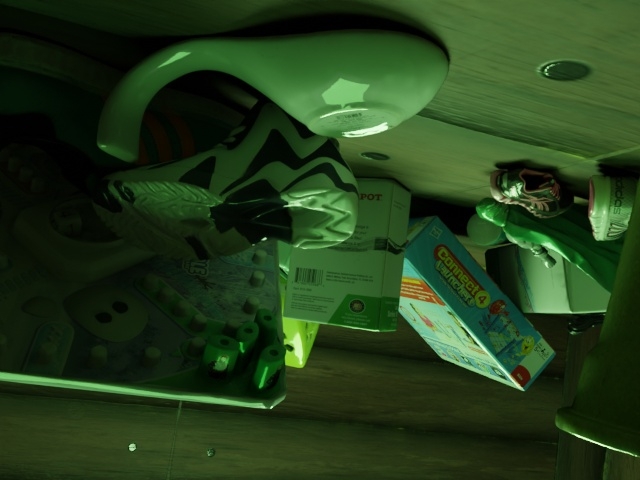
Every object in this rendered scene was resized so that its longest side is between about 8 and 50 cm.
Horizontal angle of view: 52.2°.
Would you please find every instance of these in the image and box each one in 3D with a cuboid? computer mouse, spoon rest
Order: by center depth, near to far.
[{"bbox_3d":[-0.039,-0.122,0.512,0.276,0.084,0.137,-7,172,9],"label":"spoon rest"},{"bbox_3d":[0.486,0.125,0.997,0.106,0.042,0.193,-2,173,-34],"label":"computer mouse"}]

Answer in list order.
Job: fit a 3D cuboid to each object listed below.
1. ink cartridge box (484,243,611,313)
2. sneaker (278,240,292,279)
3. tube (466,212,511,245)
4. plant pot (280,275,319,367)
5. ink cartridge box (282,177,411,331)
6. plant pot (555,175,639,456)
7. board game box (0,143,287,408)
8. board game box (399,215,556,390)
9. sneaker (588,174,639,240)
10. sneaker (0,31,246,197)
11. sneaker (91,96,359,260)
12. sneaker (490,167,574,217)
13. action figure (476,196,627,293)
[{"bbox_3d":[0.409,0.052,1.027,0.201,0.117,0.278,-3,174,-8],"label":"ink cartridge box"},{"bbox_3d":[-0.001,0.000,1.072,0.255,0.151,0.094,8,172,-12],"label":"sneaker"},{"bbox_3d":[0.291,-0.011,1.085,0.080,0.052,0.207,8,179,24],"label":"tube"},{"bbox_3d":[-0.103,0.067,1.193,0.228,0.227,0.207,14,145,5],"label":"plant pot"},{"bbox_3d":[0.040,0.018,0.946,0.152,0.209,0.087,6,176,26],"label":"ink cartridge box"},{"bbox_3d":[0.310,0.018,0.425,0.275,0.254,0.276,8,174,1],"label":"plant pot"},{"bbox_3d":[-0.227,-0.019,0.649,0.389,0.050,0.390,10,-147,-13],"label":"board game box"},{"bbox_3d":[0.210,0.099,1.145,0.302,0.086,0.308,48,170,-10],"label":"board game box"},{"bbox_3d":[0.350,-0.034,0.741,0.074,0.063,0.170,4,171,28],"label":"sneaker"},{"bbox_3d":[-0.188,-0.093,0.650,0.302,0.121,0.108,13,172,-36],"label":"sneaker"},{"bbox_3d":[-0.083,-0.067,0.618,0.234,0.153,0.094,-6,129,5],"label":"sneaker"},{"bbox_3d":[0.257,-0.059,0.759,0.119,0.047,0.057,10,162,-26],"label":"sneaker"},{"bbox_3d":[0.301,-0.011,0.829,0.232,0.137,0.063,20,148,-14],"label":"action figure"}]
